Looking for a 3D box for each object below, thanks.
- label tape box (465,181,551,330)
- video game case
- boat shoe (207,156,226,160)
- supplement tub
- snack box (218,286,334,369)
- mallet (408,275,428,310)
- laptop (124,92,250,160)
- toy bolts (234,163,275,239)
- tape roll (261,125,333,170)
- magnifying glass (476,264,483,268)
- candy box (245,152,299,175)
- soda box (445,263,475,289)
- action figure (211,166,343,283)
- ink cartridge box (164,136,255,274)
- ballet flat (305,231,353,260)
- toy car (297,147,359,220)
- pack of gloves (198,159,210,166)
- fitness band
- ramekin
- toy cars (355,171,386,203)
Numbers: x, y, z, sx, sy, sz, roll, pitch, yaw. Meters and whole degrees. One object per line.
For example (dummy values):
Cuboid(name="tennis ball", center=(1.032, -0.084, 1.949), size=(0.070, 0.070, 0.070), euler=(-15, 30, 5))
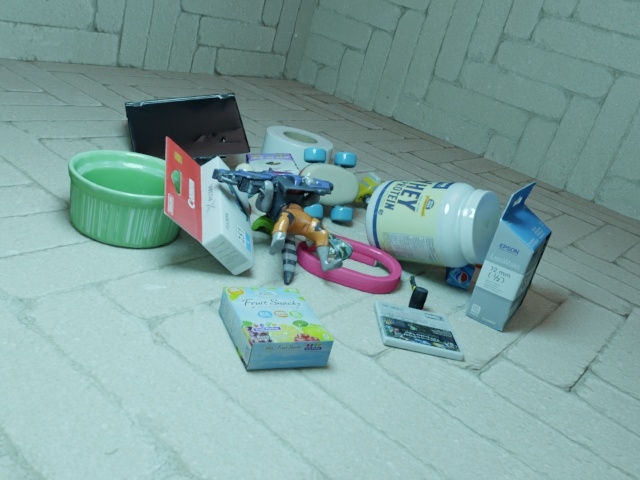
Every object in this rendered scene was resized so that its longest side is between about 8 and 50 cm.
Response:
Cuboid(name="label tape box", center=(0.523, 0.036, 1.637), size=(0.115, 0.347, 0.249), euler=(27, 24, 23))
Cuboid(name="video game case", center=(0.228, 0.211, 1.454), size=(0.191, 0.022, 0.173), euler=(14, 22, -9))
Cuboid(name="boat shoe", center=(-0.426, -0.380, 2.297), size=(0.109, 0.091, 0.305), euler=(1, 27, -32))
Cuboid(name="supplement tub", center=(0.317, -0.049, 1.731), size=(0.325, 0.235, 0.235), euler=(7, 13, 37))
Cuboid(name="snack box", center=(-0.096, 0.173, 1.254), size=(0.175, 0.070, 0.207), euler=(3, 24, -28))
Cuboid(name="mallet", center=(0.253, 0.122, 1.624), size=(0.039, 0.062, 0.189), euler=(17, 22, -2))
Cuboid(name="laptop", center=(-0.488, -0.389, 2.209), size=(0.382, 0.236, 0.408), euler=(-9, 4, -16))
Cuboid(name="toy bolts", center=(-0.162, -0.131, 1.806), size=(0.229, 0.158, 0.218), euler=(23, 23, 16))
Cuboid(name="tape roll", center=(-0.092, -0.376, 2.513), size=(0.286, 0.100, 0.286), euler=(15, 22, -6))
Cuboid(name="magnifying glass", center=(0.556, 0.095, 1.955), size=(0.231, 0.026, 0.092), euler=(25, 24, 15))
Cuboid(name="candy box", center=(-0.169, -0.242, 2.138), size=(0.165, 0.070, 0.196), euler=(-3, 26, -11))
Cuboid(name="soda box", center=(0.421, 0.069, 1.852), size=(0.067, 0.071, 0.210), euler=(18, 22, 5))
Cuboid(name="action figure", center=(-0.120, -0.068, 1.552), size=(0.342, 0.178, 0.330), euler=(8, 39, -28))
Cuboid(name="ink cartridge box", center=(-0.266, -0.099, 1.489), size=(0.261, 0.066, 0.296), euler=(48, 20, -42))
Cuboid(name="ballet flat", center=(0.000, 0.000, 1.621), size=(0.188, 0.070, 0.070), euler=(30, 26, 36))
Cuboid(name="toy car", center=(-0.009, -0.172, 2.033), size=(0.210, 0.219, 0.238), euler=(5, -4, -25))
Cuboid(name="pack of gloves", center=(-0.385, -0.224, 2.023), size=(0.195, 0.046, 0.232), euler=(-2, 28, -40))
Cuboid(name="fitness band", center=(0.076, 0.061, 1.668), size=(0.291, 0.054, 0.209), euler=(17, 25, 3))
Cuboid(name="ramekin", center=(-0.476, -0.104, 1.538), size=(0.304, 0.148, 0.303), euler=(14, 22, -6))
Cuboid(name="toy cars", center=(0.088, -0.215, 2.211), size=(0.394, 0.087, 0.176), euler=(12, 27, 10))
